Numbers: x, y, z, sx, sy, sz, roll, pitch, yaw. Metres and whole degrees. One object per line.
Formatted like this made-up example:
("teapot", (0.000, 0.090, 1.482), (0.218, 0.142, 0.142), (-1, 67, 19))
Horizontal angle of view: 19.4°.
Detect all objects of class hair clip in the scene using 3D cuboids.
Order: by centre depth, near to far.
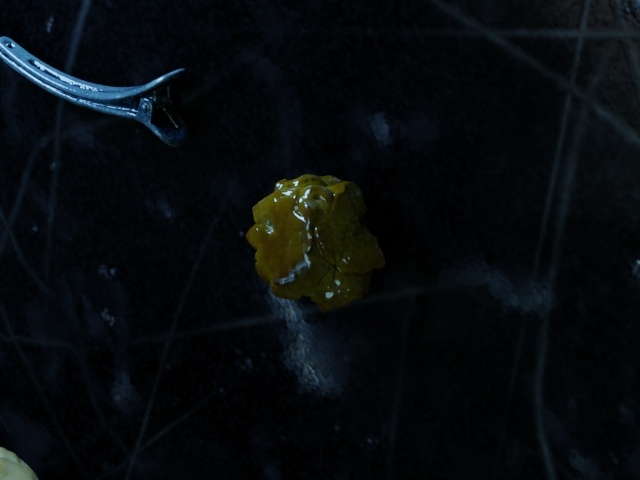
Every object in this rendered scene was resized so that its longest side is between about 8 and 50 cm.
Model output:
("hair clip", (-0.213, -0.141, 1.695), (0.229, 0.039, 0.070), (16, 118, 32))

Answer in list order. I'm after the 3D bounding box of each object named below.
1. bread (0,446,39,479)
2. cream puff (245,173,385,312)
("bread", (-0.383, 0.317, 1.941), (0.244, 0.134, 0.244), (15, 119, 30))
("cream puff", (0.000, 0.000, 1.564), (0.122, 0.094, 0.116), (51, 130, 39))
